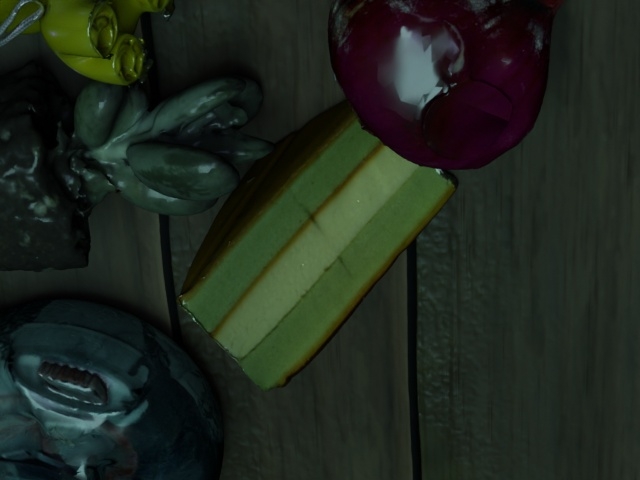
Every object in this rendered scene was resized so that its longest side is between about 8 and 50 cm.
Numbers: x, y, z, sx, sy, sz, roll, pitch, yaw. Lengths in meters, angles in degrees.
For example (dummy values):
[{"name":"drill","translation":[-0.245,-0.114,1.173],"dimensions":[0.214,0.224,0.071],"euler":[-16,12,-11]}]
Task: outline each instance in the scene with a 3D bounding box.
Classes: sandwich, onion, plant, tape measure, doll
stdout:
[{"name":"sandwich","translation":[0.000,0.000,1.300],"dimensions":[0.144,0.187,0.117],"euler":[-31,111,33]},{"name":"onion","translation":[0.105,-0.132,1.212],"dimensions":[0.198,0.135,0.173],"euler":[-33,130,26]},{"name":"plant","translation":[-0.174,-0.067,1.321],"dimensions":[0.275,0.146,0.149],"euler":[-11,137,16]},{"name":"tape measure","translation":[-0.222,0.181,1.474],"dimensions":[0.275,0.147,0.256],"euler":[-1,121,14]},{"name":"doll","translation":[-0.215,-0.187,1.258],"dimensions":[0.221,0.135,0.143],"euler":[14,162,25]}]
